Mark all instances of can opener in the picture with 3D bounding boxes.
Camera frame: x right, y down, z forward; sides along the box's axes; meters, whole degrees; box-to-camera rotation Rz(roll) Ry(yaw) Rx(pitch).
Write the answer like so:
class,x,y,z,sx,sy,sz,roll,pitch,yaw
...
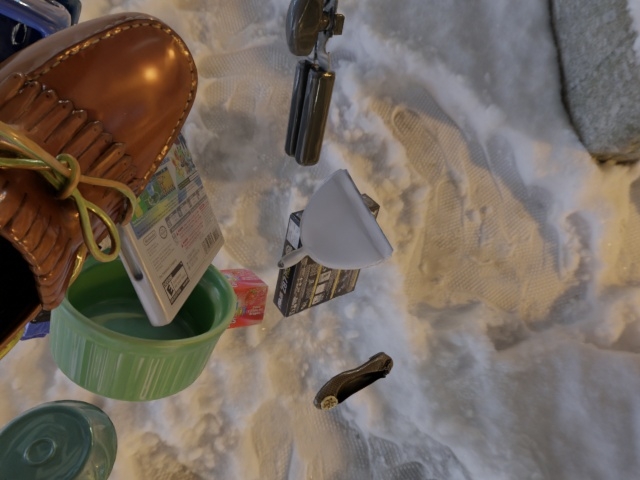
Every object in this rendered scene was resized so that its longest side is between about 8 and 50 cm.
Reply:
class,x,y,z,sx,sy,sz,roll,pitch,yaw
can opener,-0.024,-0.252,0.772,0.093,0.281,0.074,-14,40,-28

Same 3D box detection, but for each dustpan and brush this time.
class,x,y,z,sx,sy,sz,roll,pitch,yaw
dustpan and brush,0.000,0.000,0.758,0.211,0.060,0.147,-31,88,27

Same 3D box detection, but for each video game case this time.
class,x,y,z,sx,sy,sz,roll,pitch,yaw
video game case,-0.263,-0.068,0.821,0.036,0.329,0.300,-14,109,10

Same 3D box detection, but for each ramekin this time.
class,x,y,z,sx,sy,sz,roll,pitch,yaw
ramekin,-0.314,0.133,0.867,0.303,0.303,0.148,25,114,3

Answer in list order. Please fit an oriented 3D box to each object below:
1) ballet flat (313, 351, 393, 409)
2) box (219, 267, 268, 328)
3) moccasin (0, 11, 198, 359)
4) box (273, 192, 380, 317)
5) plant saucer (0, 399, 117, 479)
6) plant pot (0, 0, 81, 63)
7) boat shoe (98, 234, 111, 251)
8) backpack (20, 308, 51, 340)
class,x,y,z,sx,sy,sz,roll,pitch,yaw
ballet flat,0.094,0.377,1.308,0.249,0.084,0.058,-24,42,-25
box,-0.335,0.185,1.560,0.299,0.154,0.142,-1,111,-35
moccasin,-0.204,-0.010,0.303,0.146,0.139,0.380,11,51,41
box,0.017,0.053,1.668,0.318,0.395,0.097,-17,46,-33
plant saucer,-0.243,0.189,0.434,0.119,0.021,0.119,3,43,-2
plant pot,-0.402,-0.203,0.531,0.235,0.212,0.236,21,117,-26
boat shoe,-0.282,-0.001,0.623,0.035,0.100,0.035,31,69,-13
backpack,-0.772,0.216,1.360,0.098,0.120,0.101,47,112,19
